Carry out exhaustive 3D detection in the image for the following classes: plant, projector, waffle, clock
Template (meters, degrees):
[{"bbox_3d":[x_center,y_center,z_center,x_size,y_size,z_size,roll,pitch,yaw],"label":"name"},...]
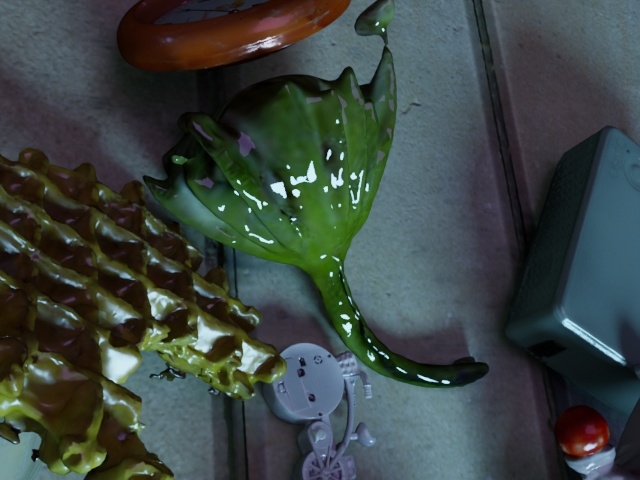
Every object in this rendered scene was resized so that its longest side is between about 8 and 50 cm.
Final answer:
[{"bbox_3d":[0.014,0.000,0.657,0.251,0.180,0.333,-23,85,-22],"label":"plant"},{"bbox_3d":[0.312,0.036,0.831,0.192,0.099,0.257,33,58,-11],"label":"projector"},{"bbox_3d":[-0.150,0.041,0.527,0.260,0.069,0.293,49,14,5],"label":"waffle"},{"bbox_3d":[-0.074,-0.193,0.683,0.205,0.205,0.051,-40,131,-33],"label":"clock"},{"bbox_3d":[0.002,0.148,0.659,0.087,0.041,0.129,-3,67,-25],"label":"clock"}]

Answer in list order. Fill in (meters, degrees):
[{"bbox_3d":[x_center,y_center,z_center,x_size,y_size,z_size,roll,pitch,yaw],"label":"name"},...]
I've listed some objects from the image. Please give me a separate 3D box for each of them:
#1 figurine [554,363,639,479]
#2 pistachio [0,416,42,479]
[{"bbox_3d":[0.273,0.261,0.684,0.186,0.176,0.287,-13,94,12],"label":"figurine"},{"bbox_3d":[-0.283,0.143,0.428,0.332,0.208,0.226,-40,135,-47],"label":"pistachio"}]
